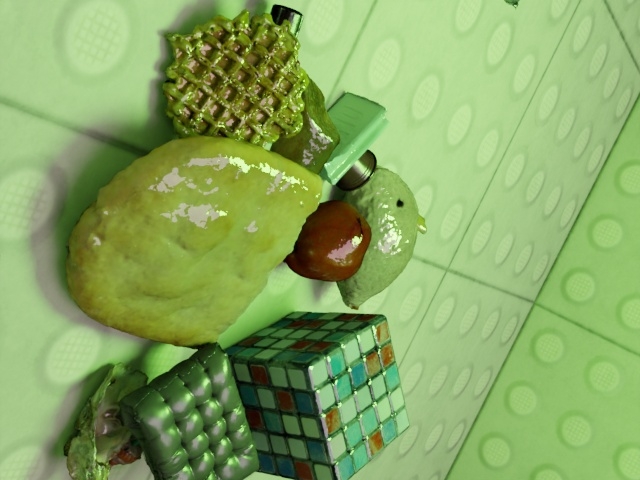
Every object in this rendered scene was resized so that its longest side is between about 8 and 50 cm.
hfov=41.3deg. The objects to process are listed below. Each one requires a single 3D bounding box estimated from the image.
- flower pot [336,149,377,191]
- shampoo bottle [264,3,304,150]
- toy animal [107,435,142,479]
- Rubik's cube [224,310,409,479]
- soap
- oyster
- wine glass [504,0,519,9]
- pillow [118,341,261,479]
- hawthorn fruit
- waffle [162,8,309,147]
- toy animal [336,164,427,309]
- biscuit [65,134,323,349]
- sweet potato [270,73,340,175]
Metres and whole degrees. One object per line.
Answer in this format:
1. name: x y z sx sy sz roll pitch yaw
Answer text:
1. flower pot: 0.055 -0.175 1.850 0.111 0.111 0.089 -57 136 -8
2. shampoo bottle: -0.102 -0.281 1.517 0.104 0.104 0.278 3 112 -57
3. toy animal: -0.404 0.430 1.658 0.208 0.100 0.103 -51 125 -4
4. Rubik's cube: -0.014 0.338 1.881 0.292 0.293 0.286 -26 107 -44
5. soap: 0.041 -0.216 1.776 0.198 0.115 0.063 -49 146 -23
6. oyster: -0.407 0.343 1.588 0.161 0.107 0.232 42 60 -52
7. wine glass: 0.324 -0.593 1.780 0.156 0.232 0.156 -34 138 -38
8. pillow: -0.246 0.382 1.642 0.228 0.101 0.326 -32 128 -32
9. hawthorn fruit: 0.000 0.000 1.834 0.202 0.185 0.185 -6 120 -35
10. waffle: -0.141 -0.257 1.425 0.254 0.052 0.245 -15 114 -13
11. toy animal: 0.133 -0.003 2.011 0.226 0.188 0.358 -8 121 -47
12. biscuit: -0.213 0.005 1.466 0.429 0.104 0.446 -45 144 13
13. sweet potato: -0.073 -0.137 1.648 0.158 0.158 0.369 5 117 -57
